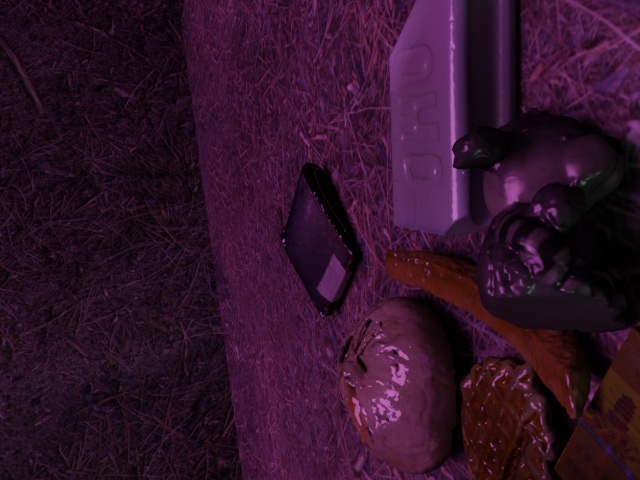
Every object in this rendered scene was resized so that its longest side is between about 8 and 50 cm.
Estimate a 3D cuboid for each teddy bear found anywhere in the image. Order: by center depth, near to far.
[{"bbox_3d":[0.211,-0.037,0.608,0.144,0.171,0.251,-19,70,49],"label":"teddy bear"}]

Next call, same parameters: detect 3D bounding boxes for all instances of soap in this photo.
[{"bbox_3d":[0.161,-0.157,0.798,0.172,0.095,0.290,-162,68,-68],"label":"soap"}]

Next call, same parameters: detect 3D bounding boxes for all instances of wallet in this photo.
[{"bbox_3d":[0.000,0.000,1.347,0.262,0.071,0.221,66,148,34],"label":"wallet"}]

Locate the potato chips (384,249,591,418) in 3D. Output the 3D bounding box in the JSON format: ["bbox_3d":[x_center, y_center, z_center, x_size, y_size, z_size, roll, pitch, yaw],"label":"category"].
[{"bbox_3d":[0.199,0.078,0.788,0.407,0.080,0.057,39,148,61],"label":"potato chips"}]

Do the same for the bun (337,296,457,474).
[{"bbox_3d":[0.102,0.221,0.974,0.287,0.146,0.288,177,90,-79],"label":"bun"}]

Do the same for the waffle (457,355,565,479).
[{"bbox_3d":[0.228,0.250,0.778,0.208,0.054,0.214,141,124,-67],"label":"waffle"}]

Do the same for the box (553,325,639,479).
[{"bbox_3d":[0.298,0.191,0.585,0.121,0.030,0.193,-123,40,-52],"label":"box"}]
